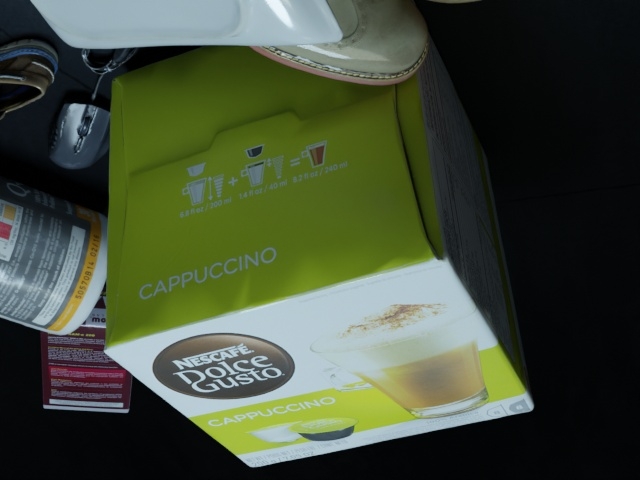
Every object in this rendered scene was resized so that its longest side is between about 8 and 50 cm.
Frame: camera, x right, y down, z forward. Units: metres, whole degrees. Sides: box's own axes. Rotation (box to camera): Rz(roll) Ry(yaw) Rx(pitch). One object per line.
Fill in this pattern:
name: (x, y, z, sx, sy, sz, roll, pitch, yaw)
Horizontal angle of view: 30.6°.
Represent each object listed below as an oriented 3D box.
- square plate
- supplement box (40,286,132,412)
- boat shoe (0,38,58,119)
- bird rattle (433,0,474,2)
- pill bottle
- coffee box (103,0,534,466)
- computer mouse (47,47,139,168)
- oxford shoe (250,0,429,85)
square plate: (-0.191, -0.278, 0.946, 0.344, 0.049, 0.347, 8, 145, 39)
supplement box: (-0.330, 0.157, 1.666, 0.130, 0.073, 0.239, 5, 144, -10)
boat shoe: (-0.366, -0.158, 1.247, 0.183, 0.066, 0.066, -19, 140, 22)
bird rattle: (0.148, -0.295, 1.076, 0.253, 0.143, 0.207, 5, 157, -30)
pill bottle: (-0.399, 0.000, 1.378, 0.278, 0.162, 0.162, 22, 137, -29)
coffee box: (0.000, 0.000, 1.231, 0.337, 0.338, 0.334, -15, 145, 16)
computer mouse: (-0.247, -0.151, 1.283, 0.071, 0.041, 0.242, 14, 140, -19)
oxford shoe: (-0.044, -0.248, 1.009, 0.348, 0.123, 0.130, 28, 165, -14)
